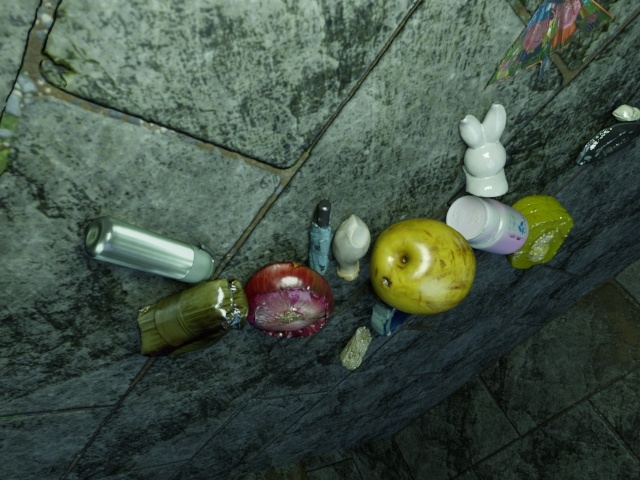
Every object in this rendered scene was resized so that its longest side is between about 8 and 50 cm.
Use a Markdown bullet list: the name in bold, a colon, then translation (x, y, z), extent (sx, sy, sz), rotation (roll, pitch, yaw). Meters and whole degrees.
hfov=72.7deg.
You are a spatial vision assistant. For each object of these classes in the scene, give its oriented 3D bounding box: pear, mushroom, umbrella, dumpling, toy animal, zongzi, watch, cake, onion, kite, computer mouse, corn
- **pear**: translation (0.262, 0.069, 1.149), extent (0.280, 0.281, 0.281), rotation (-19, 144, -14)
- **mushroom**: translation (0.078, 0.021, 1.109), extent (0.088, 0.097, 0.213), rotation (-25, 147, -24)
- **umbrella**: translation (0.000, 0.002, 1.066), extent (0.052, 0.053, 0.251), rotation (-15, 144, -18)
- **dumpling**: translation (0.865, -0.355, 1.225), extent (0.077, 0.059, 0.043), rotation (-1, 127, -32)
- **toy animal**: translation (0.392, -0.226, 1.045), extent (0.103, 0.131, 0.221), rotation (-4, 121, 19)
- **zongzi**: translation (-0.233, 0.181, 1.035), extent (0.286, 0.139, 0.300), rotation (-23, 159, 26)
- **watch**: translation (0.279, 0.161, 1.366), extent (0.274, 0.068, 0.276), rotation (-25, 140, -34)
- **cake**: translation (0.693, -0.022, 1.443), extent (0.179, 0.156, 0.261), rotation (-5, 136, -6)
- **onion**: translation (-0.086, 0.148, 1.101), extent (0.247, 0.161, 0.248), rotation (-15, 132, -17)
- **kite**: translation (0.477, -0.436, 0.892), extent (0.321, 0.016, 0.234), rotation (-30, 144, -1)
- **computer mouse**: translation (0.844, -0.294, 1.284), extent (0.192, 0.062, 0.105), rotation (-33, 150, 28)
- **corn**: translation (0.138, 0.417, 1.660), extent (0.087, 0.087, 0.211), rotation (-8, 141, -28)

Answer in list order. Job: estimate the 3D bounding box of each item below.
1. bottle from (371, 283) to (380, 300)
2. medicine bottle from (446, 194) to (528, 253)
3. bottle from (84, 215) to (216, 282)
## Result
- **bottle**: translation (0.216, 0.187, 1.439), extent (0.069, 0.069, 0.187), rotation (-29, 144, 0)
- **medicine bottle**: translation (0.489, -0.045, 1.270), extent (0.254, 0.152, 0.152), rotation (13, 128, -43)
- **bottle**: translation (-0.316, 0.020, 0.848), extent (0.096, 0.079, 0.253), rotation (-52, 140, 10)
